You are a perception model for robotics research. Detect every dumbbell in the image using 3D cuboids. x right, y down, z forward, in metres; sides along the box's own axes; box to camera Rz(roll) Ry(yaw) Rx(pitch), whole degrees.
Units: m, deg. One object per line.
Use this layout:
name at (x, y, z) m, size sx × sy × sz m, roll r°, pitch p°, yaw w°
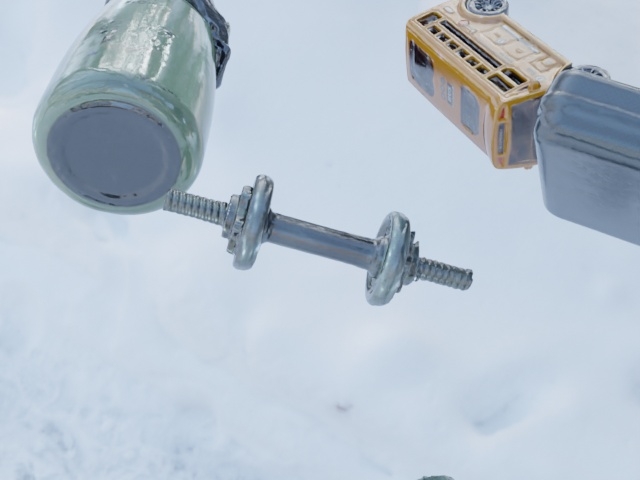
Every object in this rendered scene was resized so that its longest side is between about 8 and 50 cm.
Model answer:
dumbbell at (0.000, 0.000, 0.748) m, size 0.254 × 0.082 × 0.082 m, roll 16°, pitch 43°, yaw -7°

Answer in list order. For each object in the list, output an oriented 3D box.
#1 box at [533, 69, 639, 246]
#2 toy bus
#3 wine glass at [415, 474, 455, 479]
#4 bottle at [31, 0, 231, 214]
box at (0.243, -0.021, 0.558) m, size 0.230 × 0.160 × 0.050 m, roll 22°, pitch 80°, yaw 21°
toy bus at (0.146, -0.119, 0.745) m, size 0.088 × 0.083 × 0.194 m, roll -22°, pitch 45°, yaw -15°
wine glass at (0.118, 0.277, 0.639) m, size 0.103 × 0.103 × 0.231 m, roll -11°, pitch 45°, yaw -27°
bottle at (-0.189, -0.185, 1.020) m, size 0.168 × 0.168 × 0.347 m, roll 11°, pitch 38°, yaw -6°
